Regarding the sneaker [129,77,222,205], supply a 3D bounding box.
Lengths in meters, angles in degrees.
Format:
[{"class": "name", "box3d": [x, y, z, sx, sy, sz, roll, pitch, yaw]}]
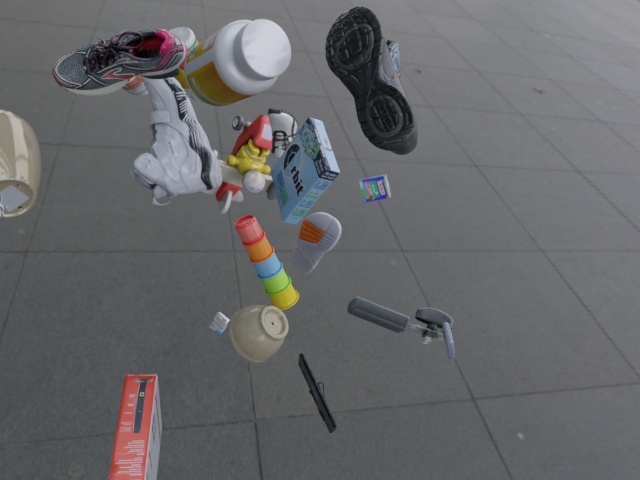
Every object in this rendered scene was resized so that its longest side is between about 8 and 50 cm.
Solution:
[{"class": "sneaker", "box3d": [-0.432, -0.275, 1.359, 0.210, 0.137, 0.365, -30, 98, -25]}]

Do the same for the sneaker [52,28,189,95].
[{"class": "sneaker", "box3d": [-0.451, -0.409, 1.120, 0.300, 0.120, 0.112, -15, 1, 2]}]

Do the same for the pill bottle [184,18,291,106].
[{"class": "pill bottle", "box3d": [-0.163, -0.349, 0.994, 0.137, 0.136, 0.246, -16, 13, -32]}]

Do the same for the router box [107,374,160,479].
[{"class": "router box", "box3d": [-0.477, 0.567, 1.321, 0.082, 0.335, 0.301, 3, 44, -12]}]

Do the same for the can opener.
[{"class": "can opener", "box3d": [0.212, 0.206, 1.357, 0.281, 0.074, 0.093, 17, 70, -3]}]

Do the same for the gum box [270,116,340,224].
[{"class": "gum box", "box3d": [-0.040, -0.152, 1.123, 0.041, 0.184, 0.156, 9, 50, -33]}]

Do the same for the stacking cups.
[{"class": "stacking cups", "box3d": [-0.170, 0.070, 1.518, 0.096, 0.316, 0.096, -19, 32, 12]}]

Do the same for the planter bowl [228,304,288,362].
[{"class": "planter bowl", "box3d": [-0.159, 0.245, 1.405, 0.162, 0.109, 0.162, 31, 40, -31]}]

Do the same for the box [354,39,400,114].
[{"class": "box", "box3d": [0.115, -0.323, 1.023, 0.027, 0.094, 0.137, 28, 72, 23]}]

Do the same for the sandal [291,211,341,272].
[{"class": "sandal", "box3d": [-0.008, -0.007, 1.371, 0.102, 0.265, 0.076, 42, 53, 5]}]

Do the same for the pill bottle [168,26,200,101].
[{"class": "pill bottle", "box3d": [-0.404, -0.537, 1.563, 0.118, 0.208, 0.117, -8, 57, 12]}]

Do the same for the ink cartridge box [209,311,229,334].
[{"class": "ink cartridge box", "box3d": [-0.352, 0.287, 1.777, 0.048, 0.083, 0.028, 37, 32, 10]}]

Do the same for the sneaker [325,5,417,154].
[{"class": "sneaker", "box3d": [0.094, -0.273, 0.890, 0.130, 0.109, 0.286, 15, 57, -66]}]

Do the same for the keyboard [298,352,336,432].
[{"class": "keyboard", "box3d": [0.000, 0.365, 1.225, 0.038, 0.100, 0.191, -19, 64, -18]}]

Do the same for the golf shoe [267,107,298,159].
[{"class": "golf shoe", "box3d": [-0.100, -0.278, 1.380, 0.077, 0.198, 0.093, 8, 66, 18]}]

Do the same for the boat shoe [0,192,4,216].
[{"class": "boat shoe", "box3d": [-0.720, -0.065, 1.091, 0.063, 0.066, 0.184, -13, 25, -23]}]

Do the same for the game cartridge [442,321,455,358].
[{"class": "game cartridge", "box3d": [0.264, 0.210, 1.040, 0.017, 0.083, 0.055, -14, 52, 7]}]

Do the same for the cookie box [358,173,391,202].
[{"class": "cookie box", "box3d": [0.211, -0.202, 1.951, 0.107, 0.091, 0.040, -11, 16, 17]}]

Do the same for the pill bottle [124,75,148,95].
[{"class": "pill bottle", "box3d": [-0.718, -0.627, 1.924, 0.121, 0.121, 0.216, 16, 1, 1]}]

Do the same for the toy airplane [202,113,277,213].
[{"class": "toy airplane", "box3d": [-0.301, -0.254, 1.943, 0.387, 0.384, 0.272, -25, 45, -9]}]

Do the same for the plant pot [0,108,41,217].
[{"class": "plant pot", "box3d": [-0.900, -0.194, 1.418, 0.257, 0.256, 0.274, -17, 48, -33]}]
